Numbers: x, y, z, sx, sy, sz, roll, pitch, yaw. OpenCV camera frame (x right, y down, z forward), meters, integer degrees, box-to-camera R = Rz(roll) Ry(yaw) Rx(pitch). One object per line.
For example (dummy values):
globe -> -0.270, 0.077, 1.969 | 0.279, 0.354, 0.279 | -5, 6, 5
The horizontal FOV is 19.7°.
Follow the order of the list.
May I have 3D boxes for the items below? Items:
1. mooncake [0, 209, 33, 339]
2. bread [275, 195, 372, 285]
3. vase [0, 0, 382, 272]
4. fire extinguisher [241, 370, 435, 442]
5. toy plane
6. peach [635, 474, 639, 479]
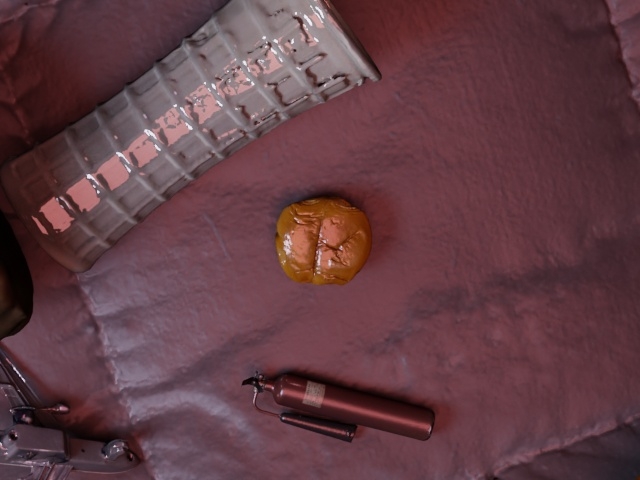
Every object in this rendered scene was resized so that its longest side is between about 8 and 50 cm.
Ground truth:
mooncake -> -0.321, -0.006, 1.440 | 0.124, 0.228, 0.228 | -32, 102, 0
bread -> 0.000, 0.000, 1.558 | 0.083, 0.046, 0.081 | 29, 95, -8
vase -> -0.111, -0.101, 1.486 | 0.299, 0.143, 0.143 | -36, 102, 6
fire extinguisher -> 0.011, 0.147, 1.599 | 0.173, 0.035, 0.049 | 15, 138, -8
toy plane -> -0.249, 0.175, 1.538 | 0.226, 0.058, 0.226 | 5, 60, -26
peach -> 0.350, 0.314, 1.553 | 0.275, 0.248, 0.245 | -57, 140, 1
